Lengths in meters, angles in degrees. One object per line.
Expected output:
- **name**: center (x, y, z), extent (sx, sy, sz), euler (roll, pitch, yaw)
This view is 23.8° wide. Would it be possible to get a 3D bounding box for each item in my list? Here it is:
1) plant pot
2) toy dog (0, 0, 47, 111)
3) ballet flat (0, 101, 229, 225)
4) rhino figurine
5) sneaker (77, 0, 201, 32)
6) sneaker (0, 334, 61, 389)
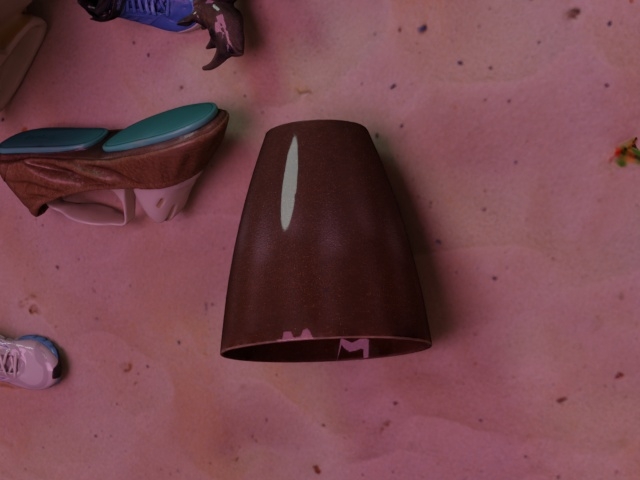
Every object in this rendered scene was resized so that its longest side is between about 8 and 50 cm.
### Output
- **plant pot**: center (0.000, 0.000, 1.559), extent (0.215, 0.215, 0.230), euler (-10, 77, 32)
- **toy dog**: center (-0.510, -0.367, 1.715), extent (0.408, 0.284, 0.395), euler (36, 107, 7)
- **ballet flat**: center (-0.227, -0.077, 1.734), extent (0.342, 0.116, 0.124), euler (-6, 114, 32)
- **rhino figurine**: center (-0.089, -0.297, 1.625), extent (0.106, 0.073, 0.243), euler (24, 106, 21)
- **sneaker**: center (-0.205, -0.265, 1.696), extent (0.152, 0.084, 0.058), euler (19, 107, 28)
- **sneaker**: center (-0.409, 0.148, 1.886), extent (0.190, 0.083, 0.071), euler (11, 101, 29)
